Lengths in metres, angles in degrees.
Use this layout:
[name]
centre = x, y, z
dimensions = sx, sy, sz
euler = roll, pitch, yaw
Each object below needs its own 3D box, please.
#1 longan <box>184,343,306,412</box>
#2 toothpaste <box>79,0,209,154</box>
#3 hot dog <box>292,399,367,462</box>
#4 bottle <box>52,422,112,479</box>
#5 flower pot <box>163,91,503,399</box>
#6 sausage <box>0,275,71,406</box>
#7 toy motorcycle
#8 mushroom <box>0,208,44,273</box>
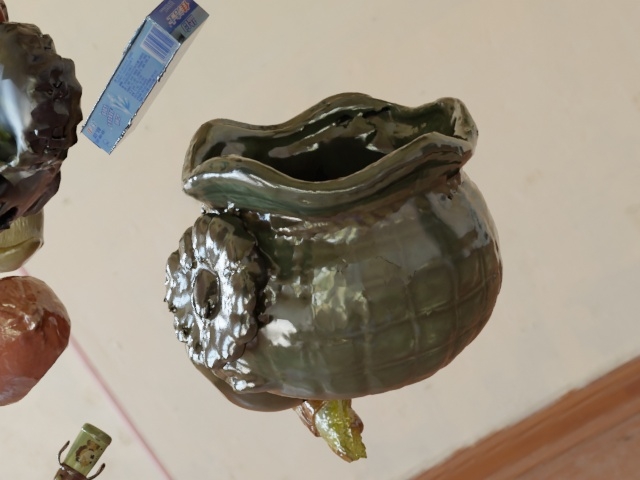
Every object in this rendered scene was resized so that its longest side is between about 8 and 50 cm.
[longan]
centre = -0.078, 0.133, 1.408
dimensions = 0.197, 0.220, 0.196
euler = -29, 32, 21
[toothpaste]
centre = -0.214, -0.191, 1.219
dimensions = 0.066, 0.053, 0.272
euler = -57, 10, -34
[hot dog]
centre = -0.001, 0.229, 1.581
dimensions = 0.093, 0.261, 0.123
euler = -32, -24, -21
[bottle]
centre = -0.328, 0.303, 1.414
dimensions = 0.101, 0.063, 0.047
euler = -59, -2, -19
[flower pot]
centre = 0.000, 0.000, 0.895
dimensions = 0.302, 0.213, 0.302
euler = -7, 18, 2
[sausage]
centre = -0.413, 0.136, 1.354
dimensions = 0.148, 0.148, 0.254
euler = -41, -2, -41
[toy motorcycle]
centre = -0.293, -0.050, 0.690
dimensions = 0.134, 0.207, 0.401
euler = -14, -21, -47
[mushroom]
centre = -0.461, -0.118, 1.500
dimensions = 0.122, 0.328, 0.159
euler = -8, 0, 6
